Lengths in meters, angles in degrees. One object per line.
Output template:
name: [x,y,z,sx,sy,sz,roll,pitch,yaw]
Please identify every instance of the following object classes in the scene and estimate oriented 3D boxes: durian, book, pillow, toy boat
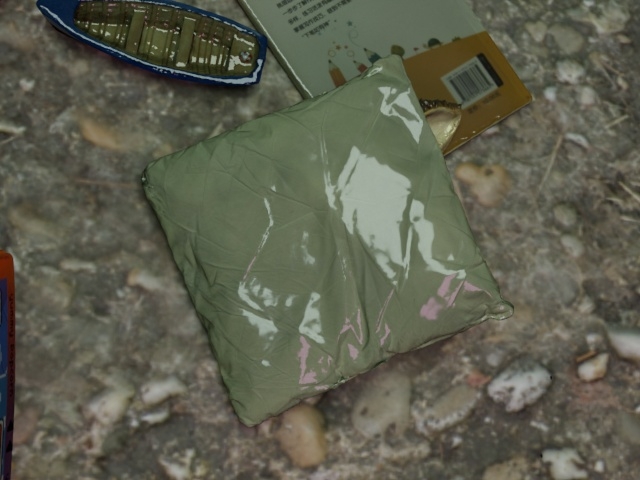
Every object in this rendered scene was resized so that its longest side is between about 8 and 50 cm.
durian: [0.092,-0.097,1.493,0.066,0.052,0.130,40,77,-5]
book: [0.056,-0.213,1.554,0.208,0.020,0.295,-32,84,-17]
pillow: [0.001,-0.002,1.425,0.281,0.076,0.274,-23,81,4]
toy boat: [-0.167,-0.200,1.494,0.229,0.046,0.080,12,74,-8]

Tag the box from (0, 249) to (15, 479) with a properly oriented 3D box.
box: [-0.405,0.165,1.122,0.257,0.348,0.318,6,94,10]
